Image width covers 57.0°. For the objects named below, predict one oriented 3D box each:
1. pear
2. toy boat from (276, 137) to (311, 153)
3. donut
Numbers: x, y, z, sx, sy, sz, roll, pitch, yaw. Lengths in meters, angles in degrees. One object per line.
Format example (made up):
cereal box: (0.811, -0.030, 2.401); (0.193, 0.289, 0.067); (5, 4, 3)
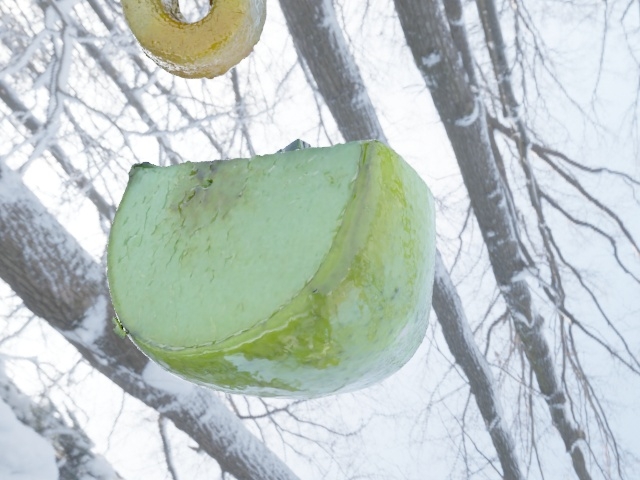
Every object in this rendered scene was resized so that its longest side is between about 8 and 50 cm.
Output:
pear: (-0.022, 0.054, 0.629); (0.342, 0.318, 0.238); (1, -110, 39)
toy boat: (0.000, 0.000, 0.881); (0.092, 0.141, 0.319); (-31, -125, 33)
donut: (-0.255, -0.466, 1.130); (0.303, 0.303, 0.110); (-22, 180, 10)
